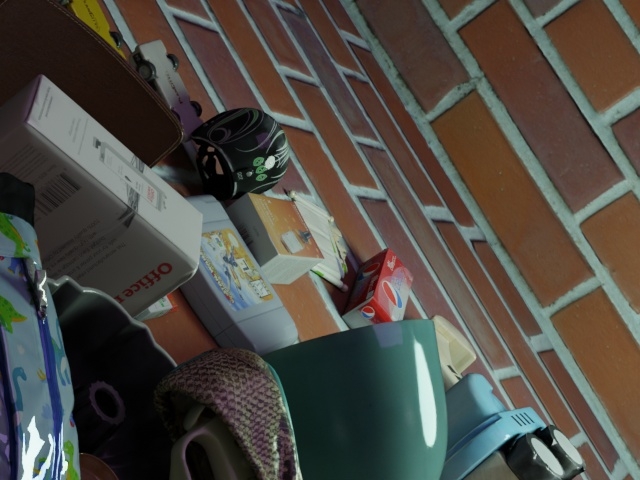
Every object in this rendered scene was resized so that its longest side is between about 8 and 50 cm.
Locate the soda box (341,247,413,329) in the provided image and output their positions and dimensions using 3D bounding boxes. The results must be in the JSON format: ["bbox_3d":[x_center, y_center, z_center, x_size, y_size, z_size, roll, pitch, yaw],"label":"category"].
[{"bbox_3d":[0.119,0.113,2.242,0.092,0.083,0.263,50,22,-11],"label":"soda box"}]

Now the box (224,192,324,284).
[{"bbox_3d":[-0.091,-0.001,1.953,0.130,0.091,0.170,61,22,17],"label":"box"}]

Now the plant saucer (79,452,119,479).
[{"bbox_3d":[-0.222,0.246,1.066,0.083,0.015,0.083,44,24,-26],"label":"plant saucer"}]

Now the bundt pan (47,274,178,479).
[{"bbox_3d":[-0.273,0.207,1.207,0.331,0.124,0.331,45,22,-24],"label":"bundt pan"}]

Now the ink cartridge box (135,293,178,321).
[{"bbox_3d":[-0.241,0.078,1.601,0.063,0.029,0.115,58,22,9],"label":"ink cartridge box"}]

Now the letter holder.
[{"bbox_3d":[-0.353,-0.216,1.531,0.302,0.214,0.152,44,18,-26],"label":"letter holder"}]

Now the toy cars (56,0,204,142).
[{"bbox_3d":[-0.345,-0.303,1.887,0.393,0.087,0.176,41,37,-42],"label":"toy cars"}]

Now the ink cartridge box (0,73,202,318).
[{"bbox_3d":[-0.314,-0.029,1.361,0.283,0.207,0.117,43,25,-29],"label":"ink cartridge box"}]

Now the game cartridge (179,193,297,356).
[{"bbox_3d":[-0.159,0.058,1.777,0.297,0.062,0.198,58,17,7],"label":"game cartridge"}]

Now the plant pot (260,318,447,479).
[{"bbox_3d":[0.054,0.267,1.618,0.293,0.293,0.235,10,64,-61],"label":"plant pot"}]

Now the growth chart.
[{"bbox_3d":[0.000,0.000,2.244,0.172,0.021,0.237,38,26,-38],"label":"growth chart"}]

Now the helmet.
[{"bbox_3d":[-0.134,-0.156,1.947,0.161,0.169,0.169,-32,86,-34],"label":"helmet"}]

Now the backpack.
[{"bbox_3d":[-0.351,0.140,0.948,0.273,0.290,0.356,37,33,-81],"label":"backpack"}]

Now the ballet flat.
[{"bbox_3d":[-0.064,0.350,1.155,0.182,0.164,0.483,-12,78,-49],"label":"ballet flat"}]

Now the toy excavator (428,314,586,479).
[{"bbox_3d":[0.289,0.329,2.145,0.445,0.222,0.433,53,18,19],"label":"toy excavator"}]
